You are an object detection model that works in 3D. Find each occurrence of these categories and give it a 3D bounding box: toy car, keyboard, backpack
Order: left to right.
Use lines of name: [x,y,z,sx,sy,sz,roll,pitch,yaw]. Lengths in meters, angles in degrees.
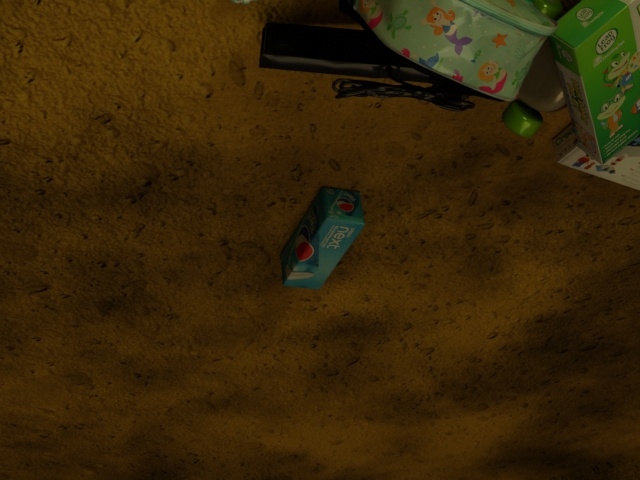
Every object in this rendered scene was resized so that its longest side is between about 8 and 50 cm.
keyboard: [0.082,-0.212,1.224,0.317,0.202,0.033,4,122,-3]
backpack: [0.146,-0.273,1.124,0.225,0.254,0.191,16,120,-29]
toy car: [0.325,-0.240,1.347,0.188,0.149,0.155,-10,144,-45]

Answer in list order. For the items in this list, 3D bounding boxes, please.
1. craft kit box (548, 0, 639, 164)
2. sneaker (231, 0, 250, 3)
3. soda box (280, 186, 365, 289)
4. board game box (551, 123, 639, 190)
craft kit box: [0.410,-0.250,1.232,0.250,0.061,0.247,-40,140,-2]
sneaker: [-0.077,-0.330,1.191,0.098,0.038,0.069,-26,142,10]
soda box: [0.000,0.000,1.670,0.071,0.067,0.210,7,143,-21]
board game box: [0.542,-0.154,1.553,0.305,0.053,0.193,14,142,-29]
